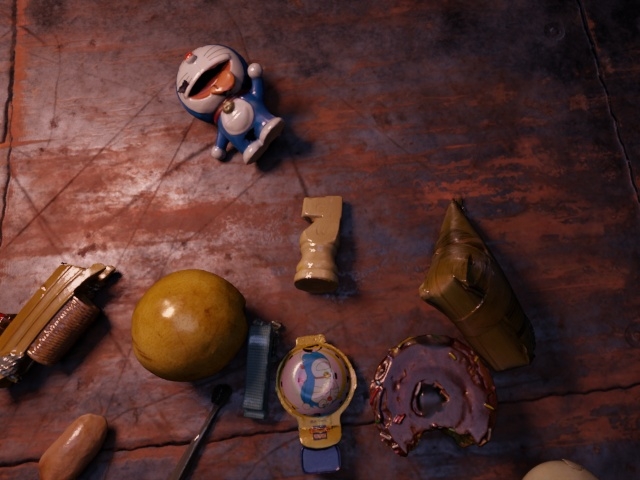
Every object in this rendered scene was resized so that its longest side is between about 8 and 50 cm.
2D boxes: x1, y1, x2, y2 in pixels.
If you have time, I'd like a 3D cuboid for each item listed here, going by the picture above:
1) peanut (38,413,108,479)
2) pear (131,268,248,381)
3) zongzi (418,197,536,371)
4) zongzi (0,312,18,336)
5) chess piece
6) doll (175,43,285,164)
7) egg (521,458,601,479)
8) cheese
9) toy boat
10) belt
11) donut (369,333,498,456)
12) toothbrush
[{"bbox_3d":[-0.456,0.388,0.990,0.076,0.076,0.152,36,74,10],"label":"peanut"},{"bbox_3d":[-0.231,0.151,0.976,0.208,0.209,0.209,0,75,1],"label":"pear"},{"bbox_3d":[0.321,0.081,1.053,0.260,0.123,0.289,46,36,-15],"label":"zongzi"},{"bbox_3d":[-0.650,0.166,1.072,0.073,0.067,0.083,22,58,19],"label":"zongzi"},{"bbox_3d":[0.000,0.000,1.083,0.090,0.090,0.201,5,65,3],"label":"chess piece"},{"bbox_3d":[-0.194,-0.285,1.118,0.257,0.161,0.215,47,107,9],"label":"doll"},{"bbox_3d":[0.418,0.494,0.879,0.186,0.186,0.253,-10,78,-1],"label":"egg"},{"bbox_3d":[-0.005,0.302,1.003,0.156,0.064,0.250,-7,73,1],"label":"cheese"},{"bbox_3d":[-0.520,0.164,1.041,0.115,0.089,0.310,35,79,7],"label":"toy boat"},{"bbox_3d":[-0.117,0.247,1.026,0.065,0.100,0.179,6,91,2],"label":"belt"},{"bbox_3d":[0.200,0.285,0.987,0.230,0.096,0.216,-17,73,-3],"label":"donut"},{"bbox_3d":[-0.250,0.407,1.003,0.030,0.030,0.297,20,77,33],"label":"toothbrush"}]
